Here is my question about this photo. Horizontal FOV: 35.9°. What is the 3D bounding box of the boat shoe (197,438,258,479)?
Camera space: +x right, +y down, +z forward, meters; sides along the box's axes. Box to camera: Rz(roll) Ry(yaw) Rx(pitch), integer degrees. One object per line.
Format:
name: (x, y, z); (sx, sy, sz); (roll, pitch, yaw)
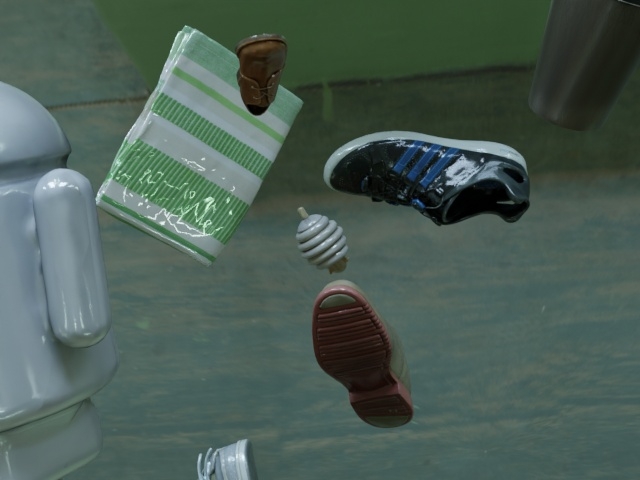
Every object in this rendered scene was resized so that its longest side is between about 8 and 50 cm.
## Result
boat shoe: (-0.151, 0.386, 1.524); (0.103, 0.320, 0.118); (-9, 71, -14)

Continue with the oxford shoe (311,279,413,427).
oxford shoe: (0.067, 0.166, 1.620); (0.123, 0.348, 0.130); (-8, 45, 14)

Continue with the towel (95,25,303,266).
towel: (-0.194, -0.146, 1.594); (0.248, 0.038, 0.324); (31, 80, -30)

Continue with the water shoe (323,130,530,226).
water shoe: (0.105, -0.057, 0.966); (0.203, 0.073, 0.080); (-1, 47, 0)

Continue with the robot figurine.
robot figurine: (-0.277, 0.023, 0.774); (0.300, 0.200, 0.353); (-8, 98, 32)

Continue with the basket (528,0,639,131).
basket: (0.417, -0.298, 1.534); (0.154, 0.226, 0.204); (-5, 39, -25)

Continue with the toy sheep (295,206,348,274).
toy sheep: (0.000, 0.000, 1.652); (0.091, 0.091, 0.132); (-39, 102, 0)

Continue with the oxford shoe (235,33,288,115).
oxford shoe: (-0.082, -0.237, 1.424); (0.076, 0.212, 0.076); (-7, 78, -6)
